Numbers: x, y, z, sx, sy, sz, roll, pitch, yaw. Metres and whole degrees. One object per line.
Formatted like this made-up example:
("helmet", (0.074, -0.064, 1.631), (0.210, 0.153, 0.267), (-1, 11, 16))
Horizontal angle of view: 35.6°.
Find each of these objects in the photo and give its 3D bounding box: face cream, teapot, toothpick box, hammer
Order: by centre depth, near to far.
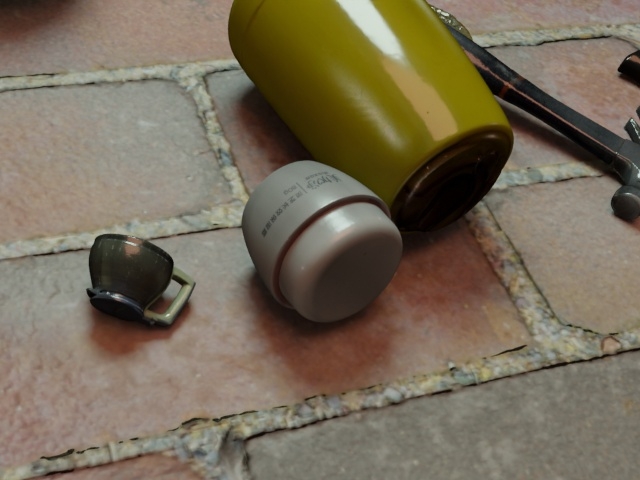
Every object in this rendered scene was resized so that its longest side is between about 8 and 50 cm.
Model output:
("teapot", (-0.144, 0.035, 0.787), (0.088, 0.066, 0.057), (25, 66, -22))
("face cream", (0.000, 0.000, 0.809), (0.117, 0.117, 0.104), (-20, 49, -27))
("toothpick box", (0.050, -0.138, 0.904), (0.175, 0.175, 0.271), (-20, 61, -28))
("hammer", (0.225, -0.144, 1.024), (0.290, 0.037, 0.137), (35, 49, 8))

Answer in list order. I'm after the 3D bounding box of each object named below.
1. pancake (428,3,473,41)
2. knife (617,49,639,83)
("pancake", (0.090, -0.217, 1.077), (0.158, 0.028, 0.158), (9, 47, -10))
("knife", (0.409, -0.121, 1.078), (0.060, 0.028, 0.230), (-37, 69, -22))
